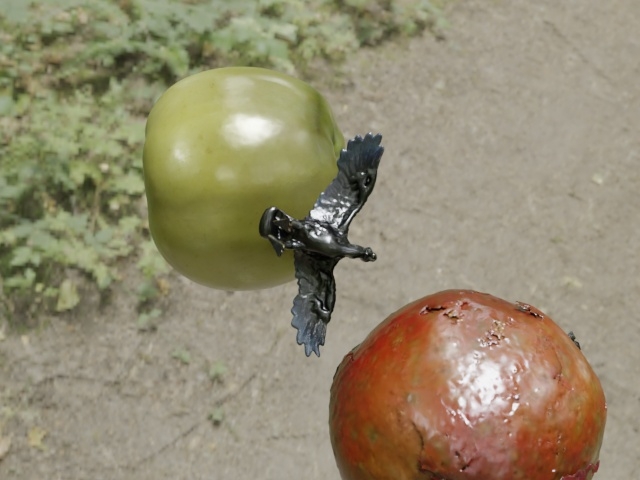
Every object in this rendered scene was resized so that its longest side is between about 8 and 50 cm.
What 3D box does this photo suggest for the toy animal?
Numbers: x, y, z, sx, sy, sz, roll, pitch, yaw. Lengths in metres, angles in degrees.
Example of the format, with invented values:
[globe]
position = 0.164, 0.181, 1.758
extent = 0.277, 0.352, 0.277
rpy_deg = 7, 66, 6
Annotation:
[toy animal]
position = 0.000, 0.000, 1.033
extent = 0.107, 0.220, 0.062
rpy_deg = 12, 6, -22

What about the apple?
[apple]
position = -0.087, -0.074, 1.286
extent = 0.262, 0.262, 0.262
rpy_deg = 10, 39, -8

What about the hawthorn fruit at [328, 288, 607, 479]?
[hawthorn fruit]
position = 0.148, 0.195, 1.183
extent = 0.315, 0.316, 0.316
rpy_deg = 10, 39, -8
